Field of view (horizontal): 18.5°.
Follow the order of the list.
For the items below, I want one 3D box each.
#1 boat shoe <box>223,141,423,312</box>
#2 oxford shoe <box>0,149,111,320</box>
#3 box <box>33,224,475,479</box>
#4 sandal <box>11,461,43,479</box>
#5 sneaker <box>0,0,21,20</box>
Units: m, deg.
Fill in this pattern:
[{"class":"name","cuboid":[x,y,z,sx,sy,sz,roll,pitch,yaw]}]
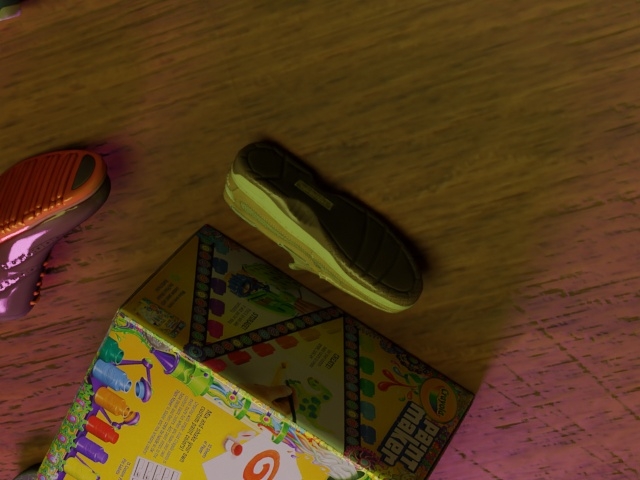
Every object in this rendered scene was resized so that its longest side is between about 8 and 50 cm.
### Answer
[{"class":"boat shoe","cuboid":[0.000,0.000,1.610,0.190,0.068,0.072,42,135,11]},{"class":"oxford shoe","cuboid":[-0.266,0.006,1.715,0.271,0.097,0.098,-27,122,35]},{"class":"box","cuboid":[-0.073,0.199,1.662,0.279,0.177,0.290,33,122,5]},{"class":"sandal","cuboid":[-0.198,0.316,1.853,0.097,0.054,0.254,-32,89,24]},{"class":"sneaker","cuboid":[-0.411,-0.255,1.594,0.316,0.127,0.182,-7,100,-8]}]
